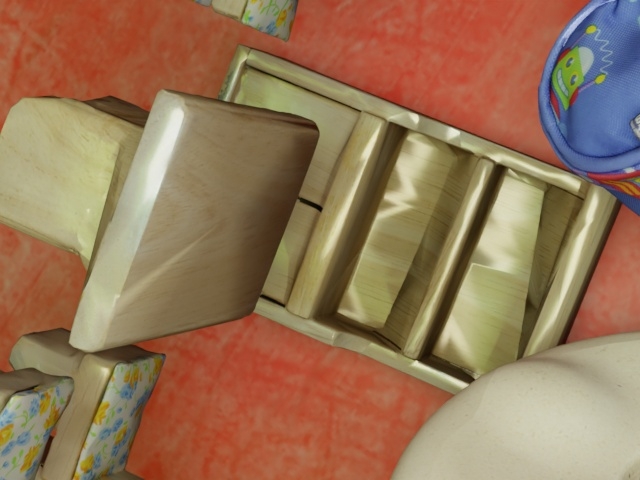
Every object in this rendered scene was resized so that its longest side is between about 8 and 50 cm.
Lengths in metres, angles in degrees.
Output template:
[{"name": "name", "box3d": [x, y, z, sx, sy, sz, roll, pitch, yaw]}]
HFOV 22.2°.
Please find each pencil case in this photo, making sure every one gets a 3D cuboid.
[{"name": "pencil case", "box3d": [0.256, -0.034, 0.863, 0.133, 0.306, 0.119, -27, 46, 44]}]

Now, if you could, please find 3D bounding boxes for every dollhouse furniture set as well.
[{"name": "dollhouse furniture set", "box3d": [0.000, 0.000, 0.876, 0.256, 0.394, 0.362, 22, 97, 13]}]

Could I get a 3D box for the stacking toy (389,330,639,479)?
[{"name": "stacking toy", "box3d": [0.216, 0.315, 0.875, 0.350, 0.350, 0.480, 3, 115, 15]}]
